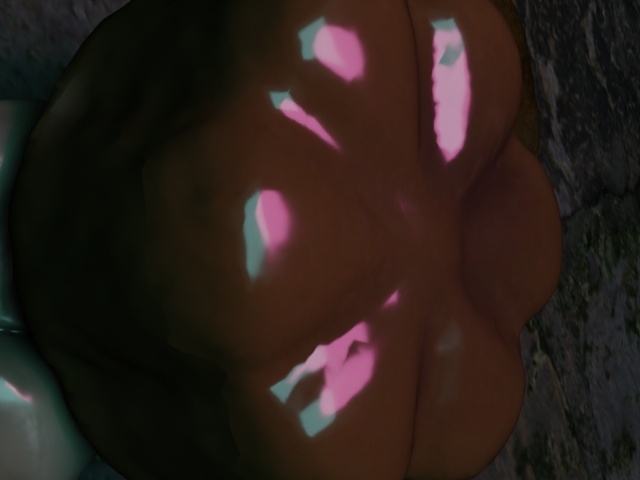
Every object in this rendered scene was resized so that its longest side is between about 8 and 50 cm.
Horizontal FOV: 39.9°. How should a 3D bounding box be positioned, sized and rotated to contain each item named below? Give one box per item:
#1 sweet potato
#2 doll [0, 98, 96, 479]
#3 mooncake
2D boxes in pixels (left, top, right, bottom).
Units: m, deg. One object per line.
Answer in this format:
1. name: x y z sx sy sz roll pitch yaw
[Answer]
1. sweet potato: 0.241 -0.237 1.258 0.131 0.130 0.422 9 73 -38
2. doll: -0.282 0.043 0.741 0.226 0.215 0.370 8 82 -39
3. mooncake: 0.000 0.000 0.733 0.467 0.262 0.466 -3 94 -50
